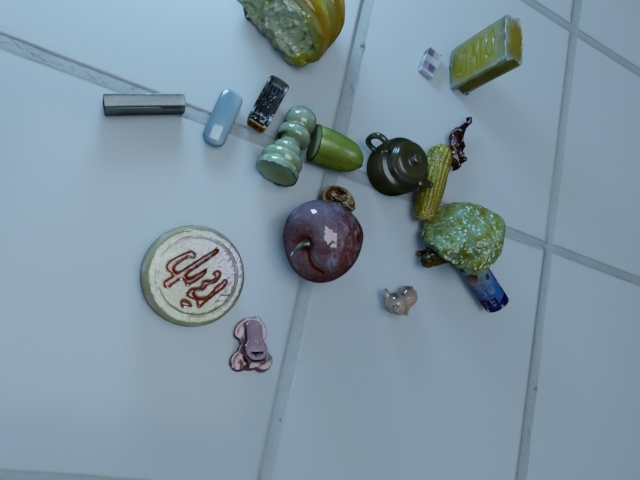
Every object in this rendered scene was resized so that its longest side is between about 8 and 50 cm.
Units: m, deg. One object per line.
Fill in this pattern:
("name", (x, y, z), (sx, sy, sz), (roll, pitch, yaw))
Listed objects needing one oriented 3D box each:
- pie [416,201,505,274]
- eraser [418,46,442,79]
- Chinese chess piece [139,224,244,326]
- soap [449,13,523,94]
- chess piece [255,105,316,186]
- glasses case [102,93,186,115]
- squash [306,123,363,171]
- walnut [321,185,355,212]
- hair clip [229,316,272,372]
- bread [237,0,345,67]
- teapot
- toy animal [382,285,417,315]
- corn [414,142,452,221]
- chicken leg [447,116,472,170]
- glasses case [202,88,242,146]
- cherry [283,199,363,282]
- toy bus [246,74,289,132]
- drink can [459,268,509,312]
("pie", (0.475, -0.016, 1.596), (0.274, 0.105, 0.258), (8, 69, 17))
("eraser", (0.400, -0.646, 1.721), (0.064, 0.026, 0.105), (27, 75, -17))
("Chinese chess piece", (-0.338, 0.094, 1.261), (0.269, 0.112, 0.271), (2, 85, -24))
("soap", (0.579, -0.646, 1.667), (0.089, 0.274, 0.174), (7, 82, -25))
("chess piece", (-0.087, -0.294, 1.415), (0.133, 0.133, 0.244), (31, 66, -19))
("glasses case", (-0.471, -0.363, 1.268), (0.204, 0.070, 0.047), (-8, 92, -26))
("squash", (0.055, -0.275, 1.476), (0.186, 0.123, 0.123), (19, 77, -21))
("walnut", (0.050, -0.122, 1.493), (0.121, 0.052, 0.091), (25, 73, -23))
("hair clip", (-0.198, 0.300, 1.350), (0.123, 0.102, 0.138), (2, 52, -26))
("bread", (-0.058, -0.714, 1.418), (0.316, 0.211, 0.270), (47, 68, -17))
("teapot", (0.259, -0.255, 1.537), (0.267, 0.175, 0.186), (39, 68, -16))
("toy animal", (0.262, 0.191, 1.545), (0.150, 0.083, 0.089), (-23, 116, -41))
("corn", (0.385, -0.199, 1.628), (0.101, 0.101, 0.292), (25, 76, -21))
("chicken leg", (0.505, -0.357, 1.729), (0.089, 0.048, 0.219), (15, 79, -26))
("glasses case", (-0.282, -0.355, 1.367), (0.067, 0.045, 0.179), (25, 74, -21))
("cherry", (0.000, 0.000, 1.372), (0.285, 0.212, 0.236), (-23, 125, -46))
("toy bus", (-0.158, -0.408, 1.414), (0.069, 0.074, 0.162), (28, 76, -12))
("drink can", (0.570, 0.138, 1.684), (0.097, 0.097, 0.235), (-39, 101, -23))
